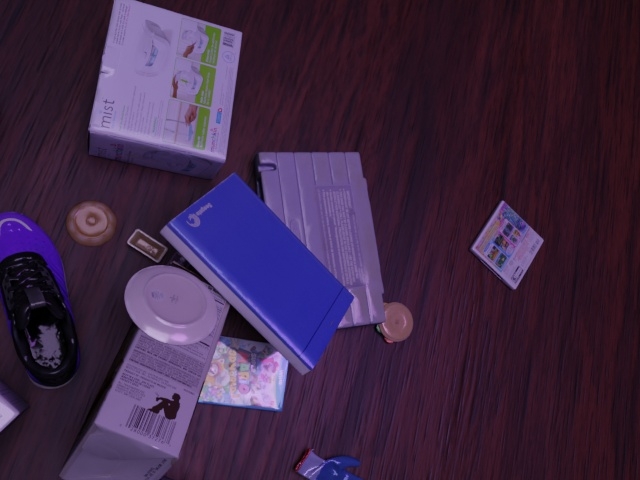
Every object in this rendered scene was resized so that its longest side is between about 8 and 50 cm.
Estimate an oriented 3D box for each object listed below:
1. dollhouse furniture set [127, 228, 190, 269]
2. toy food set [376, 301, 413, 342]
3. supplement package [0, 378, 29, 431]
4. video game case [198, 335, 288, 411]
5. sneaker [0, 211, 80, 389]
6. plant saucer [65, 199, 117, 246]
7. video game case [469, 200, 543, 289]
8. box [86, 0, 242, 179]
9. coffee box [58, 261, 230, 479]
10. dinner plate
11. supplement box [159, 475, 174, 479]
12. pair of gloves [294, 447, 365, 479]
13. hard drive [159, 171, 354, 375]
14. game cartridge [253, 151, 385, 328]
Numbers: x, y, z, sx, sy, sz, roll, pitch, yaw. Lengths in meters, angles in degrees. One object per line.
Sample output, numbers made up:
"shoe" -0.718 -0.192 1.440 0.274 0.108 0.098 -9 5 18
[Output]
"dollhouse furniture set" -0.286 0.035 0.983 0.114 0.081 0.091 35 67 -12
"toy food set" 0.151 0.167 1.167 0.083 0.020 0.082 1 78 -23
"supplement package" -0.577 0.197 0.771 0.293 0.177 0.175 46 66 -6
"video game case" -0.141 0.239 1.032 0.166 0.015 0.119 13 73 -20
"sneaker" -0.434 0.083 0.875 0.102 0.146 0.293 -19 86 -25
"plant saucer" -0.396 -0.031 0.989 0.083 0.015 0.083 5 76 -21
"video game case" 0.432 0.010 1.321 0.143 0.019 0.157 42 67 -8
"box" -0.278 -0.268 1.032 0.231 0.127 0.262 9 75 -20
"coffee box" -0.246 0.199 0.845 0.119 0.168 0.297 29 36 -15
"dinner plate" -0.214 0.089 0.836 0.141 0.017 0.141 22 38 -19
"supplement box" -0.289 0.450 0.859 0.194 0.129 0.191 31 68 -13
"pair of gloves" 0.001 0.474 1.033 0.159 0.023 0.198 37 68 -13
"hard drive" -0.092 0.046 0.972 0.318 0.040 0.210 46 36 -6
"game cartridge" 0.000 0.000 1.124 0.230 0.068 0.355 -2 79 -27
